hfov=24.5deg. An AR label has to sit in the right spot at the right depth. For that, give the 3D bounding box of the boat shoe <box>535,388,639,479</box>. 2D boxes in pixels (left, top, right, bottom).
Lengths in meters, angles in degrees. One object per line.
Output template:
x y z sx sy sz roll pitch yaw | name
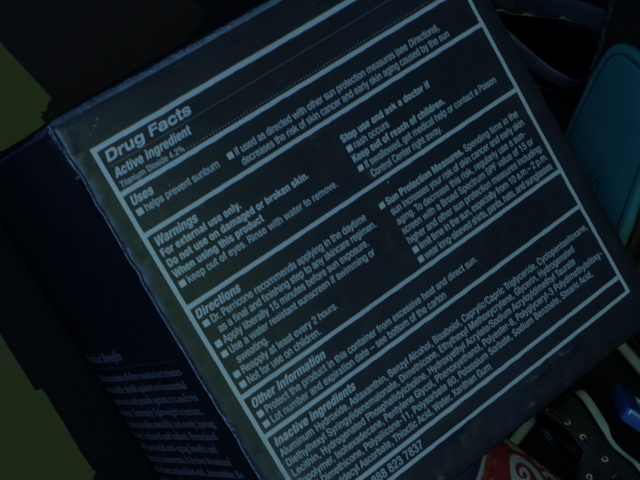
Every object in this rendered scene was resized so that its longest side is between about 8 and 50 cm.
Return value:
0.199 0.163 1.037 0.042 0.049 0.133 -22 49 -14 | boat shoe

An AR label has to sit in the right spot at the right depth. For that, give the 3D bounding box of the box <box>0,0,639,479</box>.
0.000 0.000 0.916 0.296 0.183 0.294 -33 100 -26 | box

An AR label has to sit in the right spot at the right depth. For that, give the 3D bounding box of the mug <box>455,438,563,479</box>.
0.121 0.210 1.012 0.169 0.150 0.113 34 35 -23 | mug

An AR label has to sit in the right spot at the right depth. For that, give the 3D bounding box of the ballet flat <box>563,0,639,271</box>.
0.258 -0.137 0.935 0.182 0.482 0.164 -14 49 -18 | ballet flat

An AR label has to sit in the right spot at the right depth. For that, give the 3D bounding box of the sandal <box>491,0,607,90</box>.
0.117 -0.149 1.043 0.254 0.097 0.054 20 75 -11 | sandal

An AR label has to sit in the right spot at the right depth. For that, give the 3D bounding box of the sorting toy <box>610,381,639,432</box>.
0.345 0.222 1.070 0.348 0.196 0.047 31 103 -18 | sorting toy
